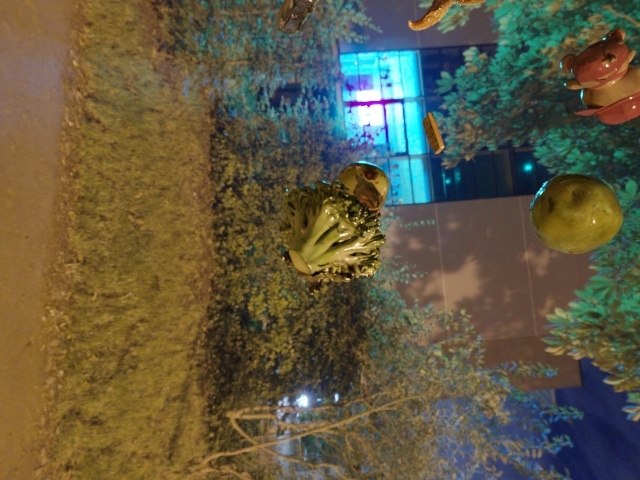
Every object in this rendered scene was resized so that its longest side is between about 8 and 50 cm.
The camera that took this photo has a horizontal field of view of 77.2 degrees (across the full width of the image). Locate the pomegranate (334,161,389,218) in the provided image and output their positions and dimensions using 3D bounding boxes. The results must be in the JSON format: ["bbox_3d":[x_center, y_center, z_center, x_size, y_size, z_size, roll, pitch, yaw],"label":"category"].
[{"bbox_3d":[0.141,-0.172,1.449,0.222,0.203,0.276,-58,-179,17],"label":"pomegranate"}]

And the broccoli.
[{"bbox_3d":[0.017,-0.011,1.191,0.324,0.271,0.335,32,-39,60],"label":"broccoli"}]

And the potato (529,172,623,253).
[{"bbox_3d":[0.679,-0.073,1.077,0.304,0.215,0.216,38,40,-54],"label":"potato"}]

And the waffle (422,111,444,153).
[{"bbox_3d":[0.390,-0.368,1.388,0.092,0.021,0.135,104,-31,-85],"label":"waffle"}]

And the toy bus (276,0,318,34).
[{"bbox_3d":[-0.082,-0.799,1.373,0.261,0.091,0.109,177,-85,-67],"label":"toy bus"}]

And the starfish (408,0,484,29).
[{"bbox_3d":[0.287,-0.589,0.911,0.216,0.071,0.238,48,-50,16],"label":"starfish"}]

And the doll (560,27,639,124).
[{"bbox_3d":[0.833,-0.458,1.169,0.256,0.152,0.196,49,-19,-18],"label":"doll"}]
